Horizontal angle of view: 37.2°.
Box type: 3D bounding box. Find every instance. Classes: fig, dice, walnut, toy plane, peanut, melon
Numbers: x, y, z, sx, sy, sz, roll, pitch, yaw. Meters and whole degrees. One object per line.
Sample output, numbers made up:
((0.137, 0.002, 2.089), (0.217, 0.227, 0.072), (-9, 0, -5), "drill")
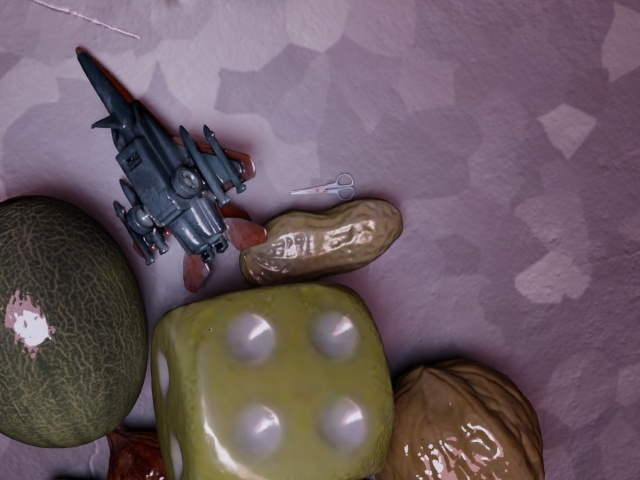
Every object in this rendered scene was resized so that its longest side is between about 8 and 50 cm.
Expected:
((-0.229, 0.279, 1.216), (0.146, 0.134, 0.201), (-32, 89, -16), "fig")
((-0.062, 0.182, 1.116), (0.238, 0.227, 0.233), (-7, 77, -22), "dice")
((0.169, 0.258, 1.199), (0.227, 0.228, 0.228), (-1, 100, -4), "walnut")
((-0.206, -0.098, 1.156), (0.223, 0.104, 0.326), (-35, 98, 31), "toy plane")
((0.000, 0.000, 1.196), (0.214, 0.090, 0.099), (-15, 106, -3), "peanut")
((-0.322, 0.099, 1.114), (0.237, 0.237, 0.302), (-19, 103, -1), "melon")

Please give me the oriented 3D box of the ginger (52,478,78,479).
((-0.306, 0.371, 1.254), (0.096, 0.067, 0.165), (-34, 114, 2), "ginger")

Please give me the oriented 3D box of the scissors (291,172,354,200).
((0.003, -0.066, 1.226), (0.083, 0.006, 0.036), (-6, 98, -3), "scissors")
